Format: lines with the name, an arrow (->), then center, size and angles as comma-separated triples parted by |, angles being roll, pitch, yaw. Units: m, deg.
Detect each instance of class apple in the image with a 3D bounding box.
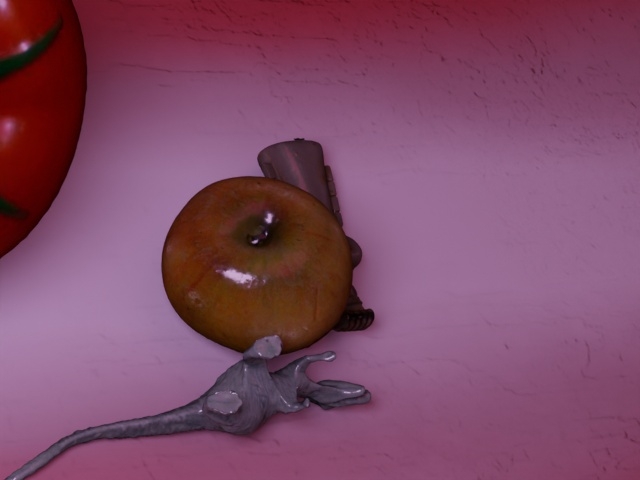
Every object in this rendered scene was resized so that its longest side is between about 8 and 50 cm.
apple -> -0.059, 0.028, 1.797 | 0.182, 0.155, 0.182 | 3, 62, -6

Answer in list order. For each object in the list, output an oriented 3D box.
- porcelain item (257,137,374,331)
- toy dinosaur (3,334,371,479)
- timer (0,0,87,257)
porcelain item -> 0.000, 0.000, 1.919 | 0.084, 0.054, 0.213 | -5, 63, -31
toy dinosaur -> -0.101, 0.141, 1.714 | 0.383, 0.129, 0.076 | -3, 56, -32
timer -> -0.385, -0.134, 1.562 | 0.378, 0.279, 0.378 | -6, 105, -24
